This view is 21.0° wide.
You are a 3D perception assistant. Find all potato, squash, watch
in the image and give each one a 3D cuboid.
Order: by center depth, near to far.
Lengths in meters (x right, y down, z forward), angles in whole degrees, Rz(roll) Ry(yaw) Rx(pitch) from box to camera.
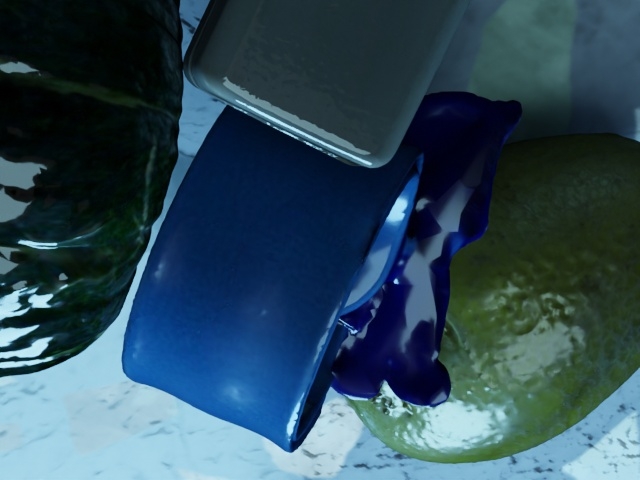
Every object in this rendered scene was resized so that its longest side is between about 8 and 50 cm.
[{"bbox_3d":[-0.160,-0.057,0.846,0.165,0.252,0.252,6,123,-25],"label":"squash"},{"bbox_3d":[-0.008,0.005,0.884,0.171,0.200,0.196,15,97,10],"label":"watch"},{"bbox_3d":[0.116,0.025,1.032,0.251,0.159,0.174,-32,119,1],"label":"potato"}]

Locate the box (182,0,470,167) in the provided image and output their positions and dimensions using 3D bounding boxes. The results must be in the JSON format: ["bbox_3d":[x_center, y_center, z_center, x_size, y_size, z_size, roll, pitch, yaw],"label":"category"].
[{"bbox_3d":[0.034,-0.159,0.773,0.103,0.055,0.243,25,92,-17],"label":"box"}]
